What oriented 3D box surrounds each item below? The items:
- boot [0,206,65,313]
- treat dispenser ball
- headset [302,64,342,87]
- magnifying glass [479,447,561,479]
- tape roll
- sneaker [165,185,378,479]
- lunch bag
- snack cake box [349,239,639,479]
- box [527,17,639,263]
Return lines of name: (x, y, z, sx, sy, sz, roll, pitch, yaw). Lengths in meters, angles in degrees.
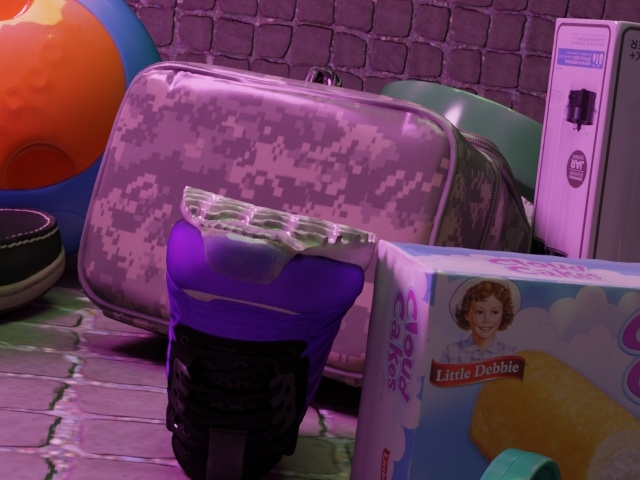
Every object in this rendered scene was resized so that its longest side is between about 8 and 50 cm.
boot: (-0.326, -0.085, 1.143, 0.138, 0.284, 0.377, 12, 11, 35)
treat dispenser ball: (-0.284, -0.121, 1.428, 0.288, 0.288, 0.288, 7, 8, -1)
headset: (0.073, -0.077, 1.809, 0.243, 0.185, 0.394, 12, -2, 32)
magnifying glass: (0.049, 0.151, 0.591, 0.026, 0.092, 0.231, 15, 21, 24)
tape roll: (0.203, -0.087, 1.912, 0.321, 0.077, 0.321, 25, -11, 5)
sneaker: (-0.037, 0.064, 0.839, 0.102, 0.146, 0.293, 14, -8, 2)
lunch bag: (0.000, 0.000, 1.187, 0.305, 0.212, 0.256, 12, -7, 26)
snack cake box: (0.157, 0.089, 0.825, 0.264, 0.152, 0.089, 4, 9, -17)
box: (0.246, -0.013, 1.138, 0.169, 0.290, 0.087, 2, 8, -23)
